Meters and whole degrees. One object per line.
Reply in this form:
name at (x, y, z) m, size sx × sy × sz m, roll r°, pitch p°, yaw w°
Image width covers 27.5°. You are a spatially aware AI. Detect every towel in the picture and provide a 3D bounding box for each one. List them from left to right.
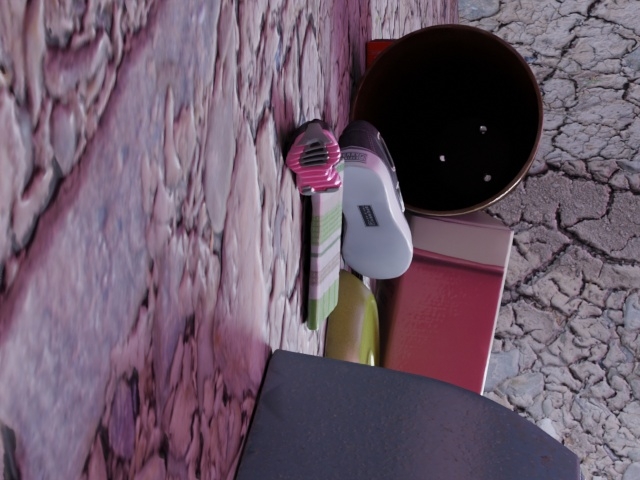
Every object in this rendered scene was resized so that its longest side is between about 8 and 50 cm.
towel at (0.000, 0.000, 1.237) m, size 0.113 × 0.023 × 0.152 m, roll -36°, pitch 130°, yaw -76°

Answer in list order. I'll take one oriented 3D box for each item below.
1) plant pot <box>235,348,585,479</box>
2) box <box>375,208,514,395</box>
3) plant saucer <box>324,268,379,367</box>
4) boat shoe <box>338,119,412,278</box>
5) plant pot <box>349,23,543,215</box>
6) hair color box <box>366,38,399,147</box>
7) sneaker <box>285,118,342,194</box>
plant pot at (0.074, 0.255, 1.006) m, size 0.247 × 0.252 × 0.247 m, roll -76°, pitch 165°, yaw -56°
box at (0.138, 0.078, 1.584) m, size 0.148 × 0.127 × 0.232 m, roll -121°, pitch -140°, yaw -79°
plant saucer at (0.038, 0.152, 1.440) m, size 0.241 × 0.037 × 0.240 m, roll 2°, pitch 90°, yaw -80°
boat shoe at (0.054, -0.043, 1.402) m, size 0.228 × 0.080 × 0.076 m, roll 66°, pitch 27°, yaw -53°
plant pot at (0.164, -0.119, 1.547) m, size 0.230 × 0.215 × 0.215 m, roll 28°, pitch 64°, yaw -74°
hair color box at (0.082, -0.179, 1.629) m, size 0.072 × 0.043 × 0.141 m, roll -49°, pitch 139°, yaw -75°
sneaker at (-0.006, -0.082, 1.113) m, size 0.119 × 0.047 × 0.057 m, roll 88°, pitch 0°, yaw -71°
